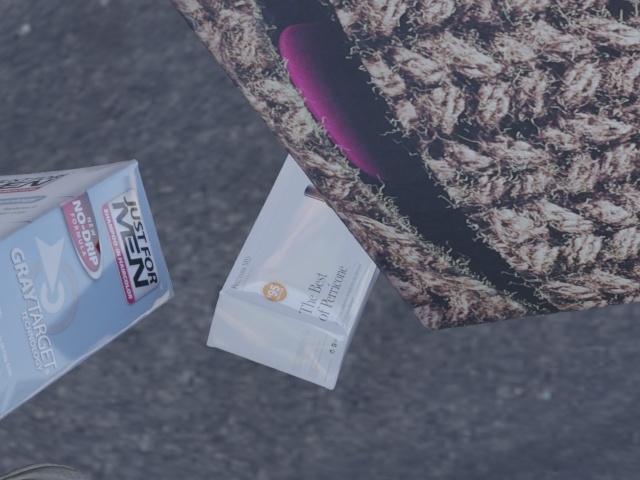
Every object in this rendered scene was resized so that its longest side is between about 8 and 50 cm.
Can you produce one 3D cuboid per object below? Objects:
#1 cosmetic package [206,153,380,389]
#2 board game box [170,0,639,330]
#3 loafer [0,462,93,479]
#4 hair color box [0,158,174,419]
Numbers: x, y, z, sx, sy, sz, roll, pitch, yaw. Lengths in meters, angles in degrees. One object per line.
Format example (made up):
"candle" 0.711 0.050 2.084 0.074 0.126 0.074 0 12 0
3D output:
"cosmetic package" 0.000 0.000 1.384 0.098 0.060 0.239 17 40 5
"board game box" 0.117 -0.109 0.613 0.232 0.291 0.141 51 45 -32
"loafer" -0.211 0.186 0.683 0.319 0.112 0.111 -22 90 8
"hair color box" -0.283 0.065 1.231 0.374 0.185 0.114 -37 118 -52
